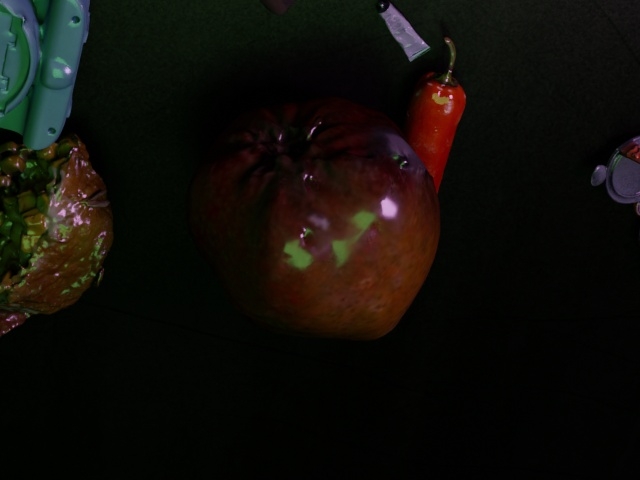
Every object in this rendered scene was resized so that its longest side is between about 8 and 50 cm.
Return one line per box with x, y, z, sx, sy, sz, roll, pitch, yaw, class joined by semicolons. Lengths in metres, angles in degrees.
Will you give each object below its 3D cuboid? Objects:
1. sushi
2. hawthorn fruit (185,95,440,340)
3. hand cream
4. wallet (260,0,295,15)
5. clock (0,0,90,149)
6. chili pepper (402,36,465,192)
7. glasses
-0.372;-0.002;1.732;0.179;0.167;0.296;11;134;-41;sushi
-0.001;-0.012;1.678;0.308;0.308;0.325;-19;113;7;hawthorn fruit
0.097;-0.257;1.684;0.030;0.019;0.093;-32;129;14;hand cream
-0.084;-0.395;1.493;0.165;0.042;0.309;-51;131;-3;wallet
-0.411;-0.229;1.596;0.274;0.094;0.224;9;123;-13;clock
0.138;-0.133;1.748;0.071;0.063;0.272;10;127;2;chili pepper
0.482;-0.004;1.758;0.118;0.268;0.234;-38;121;-3;glasses
